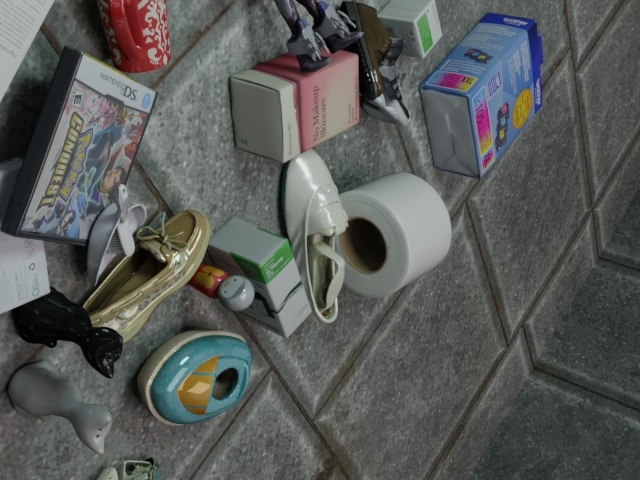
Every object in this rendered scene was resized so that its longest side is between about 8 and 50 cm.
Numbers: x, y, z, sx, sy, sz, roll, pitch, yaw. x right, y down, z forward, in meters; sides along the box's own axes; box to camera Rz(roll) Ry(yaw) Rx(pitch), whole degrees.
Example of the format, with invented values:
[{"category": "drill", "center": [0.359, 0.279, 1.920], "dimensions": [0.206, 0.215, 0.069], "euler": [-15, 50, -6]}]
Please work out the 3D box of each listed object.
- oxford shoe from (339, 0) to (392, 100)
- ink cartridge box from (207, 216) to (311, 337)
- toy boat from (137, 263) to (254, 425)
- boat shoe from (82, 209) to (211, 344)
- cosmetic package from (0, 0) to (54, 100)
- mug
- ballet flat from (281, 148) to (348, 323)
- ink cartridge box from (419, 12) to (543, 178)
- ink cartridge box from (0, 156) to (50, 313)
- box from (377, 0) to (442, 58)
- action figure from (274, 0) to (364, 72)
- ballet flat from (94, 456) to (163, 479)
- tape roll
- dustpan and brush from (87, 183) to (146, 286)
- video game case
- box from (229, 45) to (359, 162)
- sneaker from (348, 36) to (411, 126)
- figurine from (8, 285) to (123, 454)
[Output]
[{"category": "oxford shoe", "center": [0.103, -0.376, 1.759], "dimensions": [0.096, 0.227, 0.083], "euler": [-1, 157, -16]}, {"category": "ink cartridge box", "center": [-0.117, 0.074, 1.744], "dimensions": [0.087, 0.153, 0.208], "euler": [-46, 138, -29]}, {"category": "toy boat", "center": [-0.211, 0.204, 1.686], "dimensions": [0.267, 0.148, 0.318], "euler": [-7, 112, -52]}, {"category": "boat shoe", "center": [-0.295, 0.052, 1.532], "dimensions": [0.285, 0.104, 0.089], "euler": [-55, 146, -19]}, {"category": "cosmetic package", "center": [-0.479, -0.219, 1.063], "dimensions": [0.155, 0.197, 0.366], "euler": [37, 75, -54]}, {"category": "mug", "center": [-0.291, -0.338, 1.334], "dimensions": [0.150, 0.113, 0.169], "euler": [-50, 147, -44]}, {"category": "ballet flat", "center": [0.000, 0.000, 1.887], "dimensions": [0.139, 0.139, 0.400], "euler": [-26, 127, -45]}, {"category": "ink cartridge box", "center": [0.430, -0.386, 2.265], "dimensions": [0.395, 0.151, 0.270], "euler": [-49, 141, -29]}, {"category": "ink cartridge box", "center": [-0.501, 0.015, 1.280], "dimensions": [0.224, 0.045, 0.223], "euler": [-28, 129, -45]}, {"category": "box", "center": [0.193, -0.463, 1.937], "dimensions": [0.087, 0.102, 0.101], "euler": [-52, 141, -27]}, {"category": "action figure", "center": [-0.055, -0.440, 1.556], "dimensions": [0.185, 0.099, 0.285], "euler": [-47, 112, -26]}, {"category": "ballet flat", "center": [-0.376, 0.447, 1.674], "dimensions": [0.188, 0.070, 0.070], "euler": [-4, 110, -55]}, {"category": "tape roll", "center": [0.142, -0.014, 1.974], "dimensions": [0.169, 0.246, 0.246], "euler": [-27, 127, -45]}, {"category": "dustpan and brush", "center": [-0.319, -0.026, 1.419], "dimensions": [0.147, 0.060, 0.211], "euler": [-58, 162, -33]}, {"category": "video game case", "center": [-0.354, -0.128, 1.352], "dimensions": [0.248, 0.035, 0.275], "euler": [16, 94, -75]}, {"category": "box", "center": [-0.044, -0.263, 1.694], "dimensions": [0.232, 0.127, 0.149], "euler": [-34, 133, -41]}, {"category": "sneaker", "center": [0.143, -0.354, 1.923], "dimensions": [0.268, 0.101, 0.153], "euler": [33, 82, -52]}, {"category": "figurine", "center": [-0.386, 0.205, 1.392], "dimensions": [0.092, 0.209, 0.215], "euler": [-11, 116, -51]}]
